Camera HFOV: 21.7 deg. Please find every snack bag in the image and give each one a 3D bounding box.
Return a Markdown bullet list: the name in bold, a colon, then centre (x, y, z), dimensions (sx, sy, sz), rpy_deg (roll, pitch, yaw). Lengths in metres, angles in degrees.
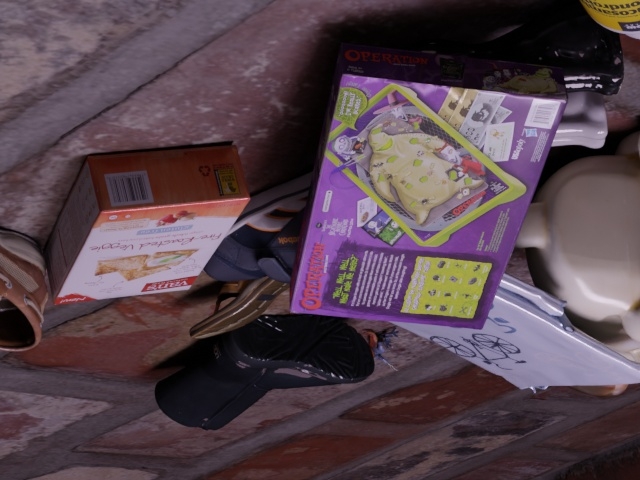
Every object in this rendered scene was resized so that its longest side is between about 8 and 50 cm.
- **snack bag**: centre (0.196, 0.094, 1.967), dimensions (0.342, 0.037, 0.323), rpy_deg (28, 164, -20)

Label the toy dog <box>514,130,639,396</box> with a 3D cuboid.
- **toy dog**: centre (0.376, 0.056, 2.022), dimensions (0.395, 0.284, 0.408), rpy_deg (-12, 162, -1)

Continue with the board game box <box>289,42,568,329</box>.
- **board game box**: centre (0.094, -0.041, 1.613), dimensions (0.208, 0.056, 0.347), rpy_deg (3, 140, -9)

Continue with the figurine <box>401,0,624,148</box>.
- **figurine**: centre (0.173, -0.146, 1.622), dimensions (0.209, 0.092, 0.215), rpy_deg (-7, 160, 0)

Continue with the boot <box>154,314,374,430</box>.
- **boot**: centre (-0.079, 0.183, 2.265), dimensions (0.246, 0.094, 0.207), rpy_deg (8, 146, -36)

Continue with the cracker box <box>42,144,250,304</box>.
- **cracker box**: centre (-0.182, -0.013, 1.708), dimensions (0.156, 0.067, 0.232), rpy_deg (-7, 159, -23)

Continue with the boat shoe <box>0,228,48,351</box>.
- **boat shoe**: centre (-0.364, 0.039, 1.632), dimensions (0.123, 0.116, 0.324), rpy_deg (-24, 159, 21)

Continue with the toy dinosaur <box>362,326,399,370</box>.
- **toy dinosaur**: centre (0.084, 0.148, 2.417), dimensions (0.090, 0.047, 0.082), rpy_deg (31, 150, -19)

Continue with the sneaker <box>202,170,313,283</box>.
- **sneaker**: centre (0.000, 0.000, 1.803), dimensions (0.321, 0.127, 0.126), rpy_deg (-26, 158, 31)

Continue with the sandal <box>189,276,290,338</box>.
- **sandal**: centre (-0.087, 0.059, 2.015), dimensions (0.180, 0.049, 0.072), rpy_deg (-40, 158, 19)

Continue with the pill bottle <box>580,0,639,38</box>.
- **pill bottle**: centre (0.259, -0.234, 1.403), dimensions (0.103, 0.103, 0.184), rpy_deg (-22, 159, 16)
